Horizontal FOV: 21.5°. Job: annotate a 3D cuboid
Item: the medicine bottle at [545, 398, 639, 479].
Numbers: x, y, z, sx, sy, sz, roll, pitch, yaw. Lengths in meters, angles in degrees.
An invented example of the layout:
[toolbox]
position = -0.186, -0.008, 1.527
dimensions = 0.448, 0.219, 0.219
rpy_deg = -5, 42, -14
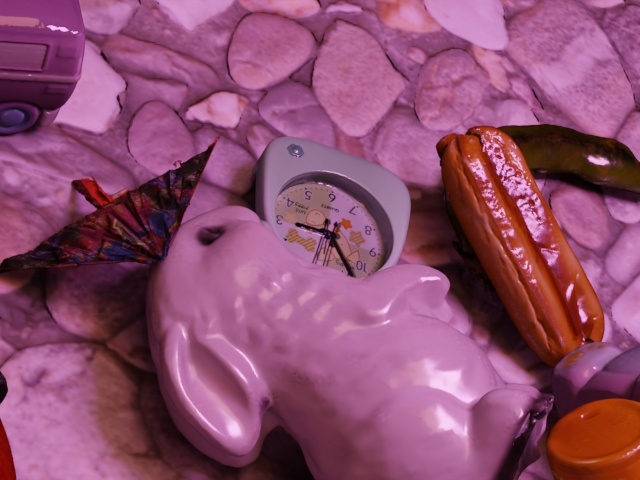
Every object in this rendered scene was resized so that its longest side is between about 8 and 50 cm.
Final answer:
[medicine bottle]
position = 0.254, 0.234, 1.399
dimensions = 0.096, 0.096, 0.191
rpy_deg = -42, 124, -42

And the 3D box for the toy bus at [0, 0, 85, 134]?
[toy bus]
position = -0.314, -0.185, 1.448
dimensions = 0.203, 0.142, 0.142
rpy_deg = 1, 57, -26

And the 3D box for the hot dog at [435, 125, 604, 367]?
[hot dog]
position = 0.185, 0.007, 1.583
dimensions = 0.100, 0.068, 0.249
rpy_deg = -29, 93, -47

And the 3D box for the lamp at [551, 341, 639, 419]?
[lamp]
position = 0.386, 0.158, 1.537
dimensions = 0.301, 0.247, 0.247
rpy_deg = -21, 99, -30

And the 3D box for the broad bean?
[broad bean]
position = 0.221, -0.057, 1.700
dimensions = 0.292, 0.049, 0.144
rpy_deg = -26, 77, -36

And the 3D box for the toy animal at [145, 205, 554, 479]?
[toy animal]
position = 0.003, 0.122, 1.372
dimensions = 0.357, 0.194, 0.257
rpy_deg = 26, 82, 10

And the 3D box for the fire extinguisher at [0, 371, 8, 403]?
[fire extinguisher]
position = -0.366, 0.014, 1.300
dimensions = 0.311, 0.095, 0.114
rpy_deg = 54, 20, 17

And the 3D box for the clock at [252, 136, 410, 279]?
[clock]
position = 0.000, 0.000, 1.530
dimensions = 0.148, 0.060, 0.188
rpy_deg = 21, 50, -13

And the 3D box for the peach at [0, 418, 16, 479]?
[peach]
position = -0.389, 0.155, 1.051
dimensions = 0.406, 0.310, 0.335
rpy_deg = 21, 46, -12

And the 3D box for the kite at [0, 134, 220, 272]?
[kite]
position = -0.165, -0.021, 1.423
dimensions = 0.232, 0.009, 0.189
rpy_deg = -29, 34, -18
